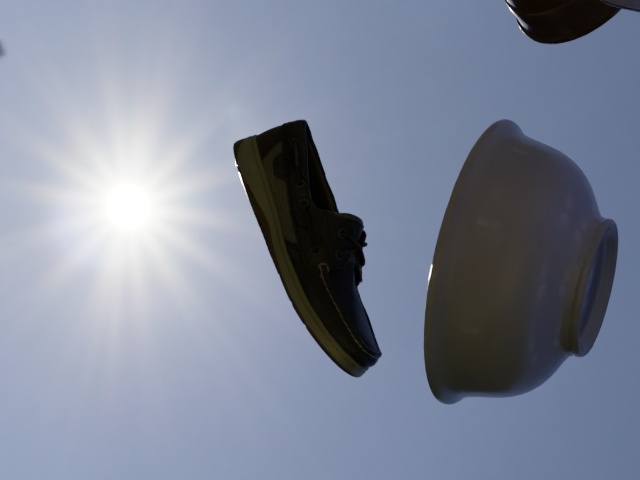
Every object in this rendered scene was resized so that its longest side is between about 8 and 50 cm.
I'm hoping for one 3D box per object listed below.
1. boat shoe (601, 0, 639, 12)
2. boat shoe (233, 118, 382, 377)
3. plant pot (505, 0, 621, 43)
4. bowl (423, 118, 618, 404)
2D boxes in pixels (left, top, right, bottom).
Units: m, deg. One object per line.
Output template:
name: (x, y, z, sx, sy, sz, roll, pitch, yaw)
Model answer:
boat shoe: (0.369, -0.245, 1.429, 0.096, 0.267, 0.088, 66, -29, 30)
boat shoe: (0.000, 0.000, 0.787, 0.049, 0.056, 0.152, -30, -108, 13)
plant pot: (0.225, -0.315, 1.479, 0.167, 0.165, 0.167, -28, -136, 30)
bowl: (0.217, 0.035, 1.461, 0.134, 0.298, 0.298, 13, -78, 21)
